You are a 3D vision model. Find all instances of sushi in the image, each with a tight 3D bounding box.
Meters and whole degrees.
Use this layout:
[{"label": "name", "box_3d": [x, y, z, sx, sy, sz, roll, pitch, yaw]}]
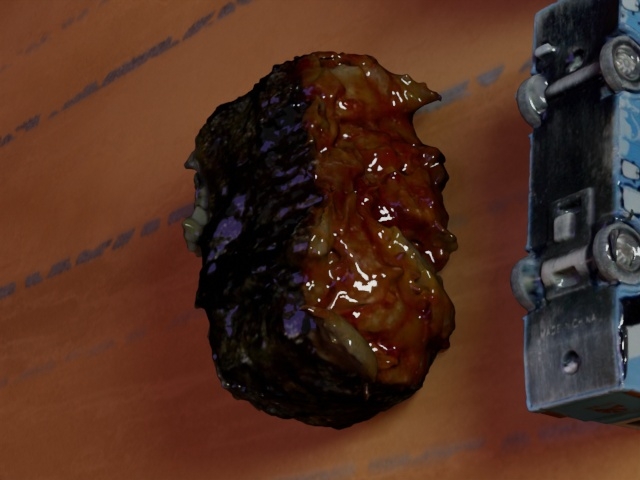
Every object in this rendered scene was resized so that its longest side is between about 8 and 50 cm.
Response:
[{"label": "sushi", "box_3d": [0.000, 0.000, 1.296, 0.182, 0.196, 0.343, -45, 41, 41]}]

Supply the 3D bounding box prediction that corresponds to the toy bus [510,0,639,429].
[{"label": "toy bus", "box_3d": [0.209, -0.024, 1.082, 0.106, 0.131, 0.297, -24, 54, 52]}]
